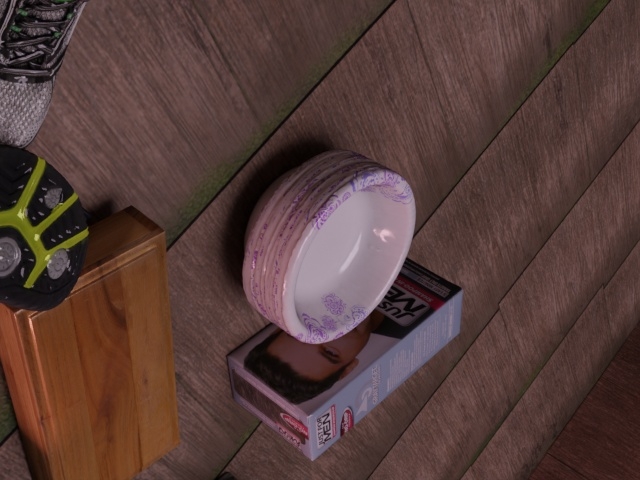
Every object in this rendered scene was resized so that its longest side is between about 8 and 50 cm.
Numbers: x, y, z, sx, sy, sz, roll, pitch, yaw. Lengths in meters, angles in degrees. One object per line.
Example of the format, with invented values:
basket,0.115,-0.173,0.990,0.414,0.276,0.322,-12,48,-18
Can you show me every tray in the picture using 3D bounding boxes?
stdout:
tray,-0.285,0.172,1.178,0.203,0.076,0.410,-32,142,-34

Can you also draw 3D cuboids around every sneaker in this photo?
sneaker,-0.273,-0.235,0.849,0.134,0.146,0.343,-11,124,-49
sneaker,-0.370,-0.047,0.862,0.385,0.147,0.145,42,65,-52

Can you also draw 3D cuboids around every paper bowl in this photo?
paper bowl,0.000,0.000,1.377,0.284,0.148,0.284,-32,137,-36

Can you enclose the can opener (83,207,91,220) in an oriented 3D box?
can opener,-0.315,-0.040,1.024,0.059,0.073,0.186,-56,157,-9

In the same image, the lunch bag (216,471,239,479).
lunch bag,-0.139,0.587,1.563,0.169,0.235,0.287,-20,130,-47

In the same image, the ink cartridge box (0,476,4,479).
ink cartridge box,-0.421,0.427,1.169,0.078,0.134,0.231,-14,125,-48

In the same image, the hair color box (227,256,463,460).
hair color box,0.049,0.172,1.535,0.374,0.185,0.113,-35,140,-32
